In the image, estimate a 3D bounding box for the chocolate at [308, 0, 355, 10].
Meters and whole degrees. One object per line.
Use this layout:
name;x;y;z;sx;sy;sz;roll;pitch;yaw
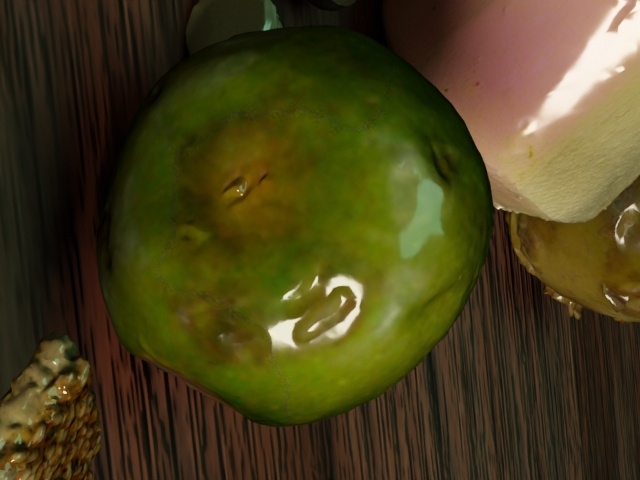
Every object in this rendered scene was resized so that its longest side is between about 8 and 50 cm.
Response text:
chocolate;0.001;-0.194;0.864;0.064;0.031;0.101;42;46;-28

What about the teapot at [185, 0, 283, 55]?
teapot;-0.039;-0.109;0.769;0.067;0.057;0.083;-53;150;5

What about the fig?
fig;0.000;0.000;0.719;0.275;0.206;0.206;27;63;-72

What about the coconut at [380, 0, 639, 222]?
coconut;0.161;-0.133;0.935;0.233;0.245;0.233;31;35;-25

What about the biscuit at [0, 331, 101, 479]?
biscuit;-0.143;0.144;0.442;0.231;0.025;0.131;-57;172;-26

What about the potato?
potato;0.276;-0.078;1.119;0.196;0.246;0.300;7;75;-63
